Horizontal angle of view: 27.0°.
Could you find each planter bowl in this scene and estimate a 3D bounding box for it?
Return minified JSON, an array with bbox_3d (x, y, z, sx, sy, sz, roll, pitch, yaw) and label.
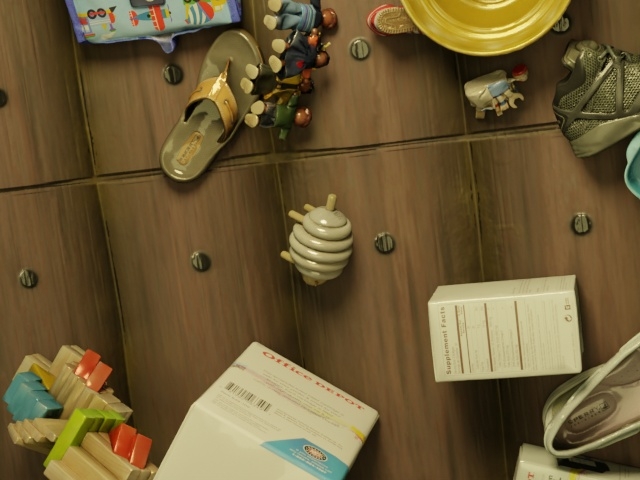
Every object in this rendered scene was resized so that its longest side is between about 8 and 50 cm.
[{"bbox_3d":[0.200,-0.330,1.584,0.217,0.090,0.217,2,101,11],"label":"planter bowl"}]

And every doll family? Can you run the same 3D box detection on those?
[{"bbox_3d":[-0.032,-0.221,1.649,0.076,0.111,0.193,46,123,36],"label":"doll family"}]

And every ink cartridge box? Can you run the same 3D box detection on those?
[{"bbox_3d":[-0.075,0.285,1.661,0.198,0.270,0.197,29,106,6],"label":"ink cartridge box"},{"bbox_3d":[0.326,0.344,1.687,0.175,0.072,0.127,11,103,10],"label":"ink cartridge box"}]

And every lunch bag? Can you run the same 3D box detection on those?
[{"bbox_3d":[-0.224,-0.380,1.665,0.221,0.138,0.293,-8,111,12],"label":"lunch bag"}]

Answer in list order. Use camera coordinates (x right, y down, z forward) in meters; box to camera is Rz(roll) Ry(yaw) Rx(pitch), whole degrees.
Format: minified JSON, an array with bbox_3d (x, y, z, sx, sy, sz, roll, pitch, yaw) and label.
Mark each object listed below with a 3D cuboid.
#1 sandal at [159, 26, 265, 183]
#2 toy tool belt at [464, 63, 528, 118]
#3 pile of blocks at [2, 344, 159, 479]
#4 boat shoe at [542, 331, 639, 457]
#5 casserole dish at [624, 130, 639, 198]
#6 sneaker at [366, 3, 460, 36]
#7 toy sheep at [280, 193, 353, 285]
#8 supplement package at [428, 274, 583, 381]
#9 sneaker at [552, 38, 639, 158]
[{"bbox_3d":[-0.144,-0.168,1.703,0.090,0.060,0.219,36,105,4],"label":"sandal"},{"bbox_3d":[0.222,-0.181,1.634,0.083,0.052,0.051,-19,127,18],"label":"toy tool belt"},{"bbox_3d":[-0.313,0.207,1.687,0.149,0.362,0.113,26,98,-37],"label":"pile of blocks"},{"bbox_3d":[0.410,0.164,1.621,0.320,0.103,0.118,-33,92,16],"label":"boat shoe"},{"bbox_3d":[0.452,-0.076,1.594,0.188,0.037,0.114,29,106,-2],"label":"casserole dish"},{"bbox_3d":[0.115,-0.271,1.644,0.118,0.067,0.042,0,99,-18],"label":"sneaker"},{"bbox_3d":[0.000,0.000,1.691,0.091,0.091,0.132,15,121,9],"label":"toy sheep"},{"bbox_3d":[0.231,0.108,1.649,0.179,0.105,0.105,-5,99,13],"label":"supplement package"},{"bbox_3d":[0.373,-0.204,1.572,0.227,0.087,0.130,-29,99,21],"label":"sneaker"}]
